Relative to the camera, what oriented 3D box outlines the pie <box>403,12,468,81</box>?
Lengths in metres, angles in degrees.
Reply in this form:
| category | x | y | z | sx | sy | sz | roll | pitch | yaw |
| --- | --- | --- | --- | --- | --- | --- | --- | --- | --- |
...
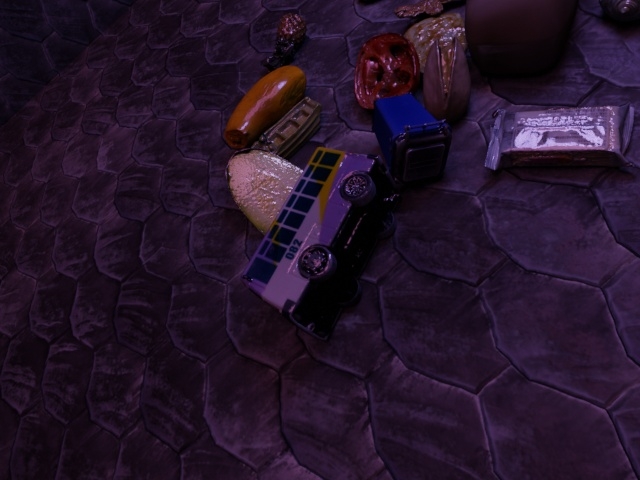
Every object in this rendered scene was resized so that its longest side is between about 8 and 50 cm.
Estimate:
| category | x | y | z | sx | sy | sz | roll | pitch | yaw |
| --- | --- | --- | --- | --- | --- | --- | --- | --- | --- |
| pie | 0.340 | -0.578 | 1.320 | 0.201 | 0.090 | 0.248 | -13 | 61 | 26 |

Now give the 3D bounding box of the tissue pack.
| category | x | y | z | sx | sy | sz | roll | pitch | yaw |
| --- | --- | --- | --- | --- | --- | --- | --- | --- | --- |
| tissue pack | 0.532 | -0.659 | 1.152 | 0.267 | 0.277 | 0.387 | 10 | 69 | 34 |

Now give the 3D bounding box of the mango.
| category | x | y | z | sx | sy | sz | roll | pitch | yaw |
| --- | --- | --- | --- | --- | --- | --- | --- | --- | --- |
| mango | -0.187 | -0.453 | 1.481 | 0.359 | 0.144 | 0.187 | -44 | 27 | -3 |

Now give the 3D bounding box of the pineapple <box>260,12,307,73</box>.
| category | x | y | z | sx | sy | sz | roll | pitch | yaw |
| --- | --- | --- | --- | --- | --- | --- | --- | --- | --- |
| pineapple | -0.139 | -0.719 | 1.636 | 0.111 | 0.119 | 0.237 | 26 | 80 | -11 |

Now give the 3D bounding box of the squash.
| category | x | y | z | sx | sy | sz | roll | pitch | yaw |
| --- | --- | --- | --- | --- | --- | --- | --- | --- | --- |
| squash | -0.184 | -0.161 | 1.333 | 0.204 | 0.155 | 0.237 | 25 | 77 | 36 |

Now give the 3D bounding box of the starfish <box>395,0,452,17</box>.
| category | x | y | z | sx | sy | sz | roll | pitch | yaw |
| --- | --- | --- | --- | --- | --- | --- | --- | --- | --- |
| starfish | 0.356 | -0.749 | 1.400 | 0.295 | 0.048 | 0.231 | 4 | 42 | 30 |

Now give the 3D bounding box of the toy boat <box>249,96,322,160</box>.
| category | x | y | z | sx | sy | sz | roll | pitch | yaw |
| --- | --- | --- | --- | --- | --- | --- | --- | --- | --- |
| toy boat | -0.107 | -0.345 | 1.434 | 0.276 | 0.084 | 0.111 | -43 | 51 | -3 |

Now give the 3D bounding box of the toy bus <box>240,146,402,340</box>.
| category | x | y | z | sx | sy | sz | roll | pitch | yaw |
| --- | --- | --- | --- | --- | --- | --- | --- | --- | --- |
| toy bus | 0.000 | 0.000 | 1.115 | 0.249 | 0.209 | 0.440 | 20 | 74 | 35 |

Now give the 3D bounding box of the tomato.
| category | x | y | z | sx | sy | sz | roll | pitch | yaw |
| --- | --- | --- | --- | --- | --- | --- | --- | --- | --- |
| tomato | 0.208 | -0.490 | 1.310 | 0.228 | 0.101 | 0.228 | 4 | 95 | 43 |

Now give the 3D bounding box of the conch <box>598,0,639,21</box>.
| category | x | y | z | sx | sy | sz | roll | pitch | yaw |
| --- | --- | --- | --- | --- | --- | --- | --- | --- | --- |
| conch | 0.777 | -0.608 | 1.104 | 0.135 | 0.102 | 0.153 | 15 | 39 | 44 |

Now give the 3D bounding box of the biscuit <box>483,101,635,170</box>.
| category | x | y | z | sx | sy | sz | roll | pitch | yaw |
| --- | --- | --- | --- | --- | --- | --- | --- | --- | --- |
| biscuit | 0.560 | -0.248 | 1.040 | 0.309 | 0.079 | 0.186 | 3 | 64 | 29 |

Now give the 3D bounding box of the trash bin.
| category | x | y | z | sx | sy | sz | roll | pitch | yaw |
| --- | --- | --- | --- | --- | --- | --- | --- | --- | --- |
| trash bin | 0.228 | -0.283 | 1.156 | 0.162 | 0.184 | 0.235 | -11 | 49 | -8 |

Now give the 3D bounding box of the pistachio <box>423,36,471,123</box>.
| category | x | y | z | sx | sy | sz | roll | pitch | yaw |
| --- | --- | --- | --- | --- | --- | --- | --- | --- | --- |
| pistachio | 0.341 | -0.428 | 1.187 | 0.126 | 0.152 | 0.223 | 0 | 107 | 15 |
